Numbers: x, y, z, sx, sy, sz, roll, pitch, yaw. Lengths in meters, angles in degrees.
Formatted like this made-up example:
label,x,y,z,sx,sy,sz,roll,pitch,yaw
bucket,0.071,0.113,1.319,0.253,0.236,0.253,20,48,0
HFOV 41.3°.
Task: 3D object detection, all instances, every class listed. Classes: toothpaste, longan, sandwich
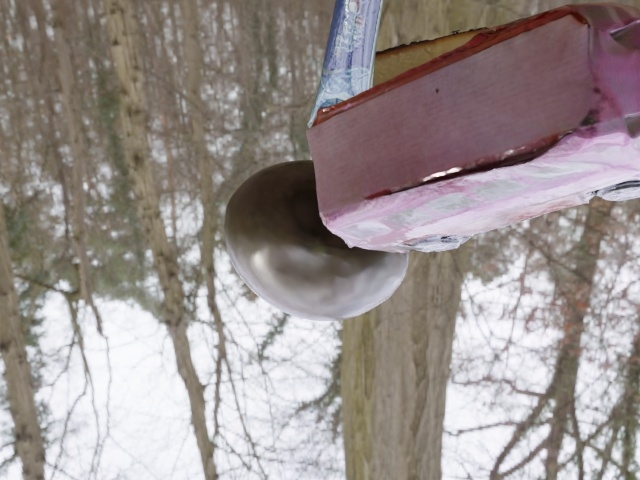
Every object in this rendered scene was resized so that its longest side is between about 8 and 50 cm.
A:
label,x,y,z,sx,sy,sz,roll,pitch,yaw
toothpaste,0.035,-0.217,0.937,0.069,0.268,0.047,-7,-130,-15
longan,0.000,0.000,1.133,0.245,0.215,0.246,-2,-166,1
sandwich,0.141,-0.174,1.143,0.219,0.186,0.108,-14,-116,13

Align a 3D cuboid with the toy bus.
label,x,y,z,sx,sy,sz,roll,pitch,yaw
toy bus,0.131,-0.077,0.655,0.147,0.128,0.302,8,163,-42
